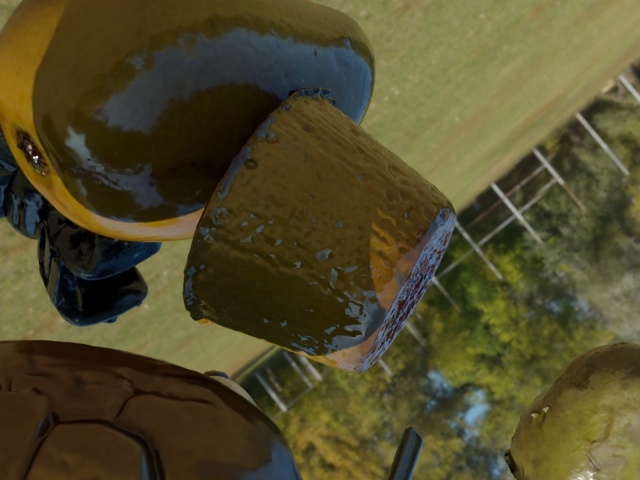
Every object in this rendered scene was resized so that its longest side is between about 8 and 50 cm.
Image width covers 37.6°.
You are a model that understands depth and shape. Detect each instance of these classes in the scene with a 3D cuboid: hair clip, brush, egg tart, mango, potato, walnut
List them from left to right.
[{"bbox_3d":[-0.301,-0.053,1.036,0.206,0.310,0.194,-54,174,-40],"label":"hair clip"},{"bbox_3d":[-0.134,0.158,0.572,0.298,0.203,0.203,3,172,-2],"label":"walnut"},{"bbox_3d":[-0.107,-0.129,0.853,0.378,0.221,0.263,-11,127,-40],"label":"mango"},{"bbox_3d":[0.000,0.000,0.736,0.215,0.171,0.215,-55,166,-21],"label":"egg tart"},{"bbox_3d":[0.085,0.347,1.144,0.248,0.036,0.043,-65,146,-29],"label":"brush"},{"bbox_3d":[0.396,0.258,1.293,0.266,0.229,0.229,-65,166,21],"label":"potato"}]

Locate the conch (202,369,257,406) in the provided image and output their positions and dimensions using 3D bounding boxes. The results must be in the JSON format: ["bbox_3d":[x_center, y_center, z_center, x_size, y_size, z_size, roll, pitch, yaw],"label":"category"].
[{"bbox_3d":[-0.105,0.229,0.901,0.127,0.158,0.255,-27,130,-15],"label":"conch"}]
